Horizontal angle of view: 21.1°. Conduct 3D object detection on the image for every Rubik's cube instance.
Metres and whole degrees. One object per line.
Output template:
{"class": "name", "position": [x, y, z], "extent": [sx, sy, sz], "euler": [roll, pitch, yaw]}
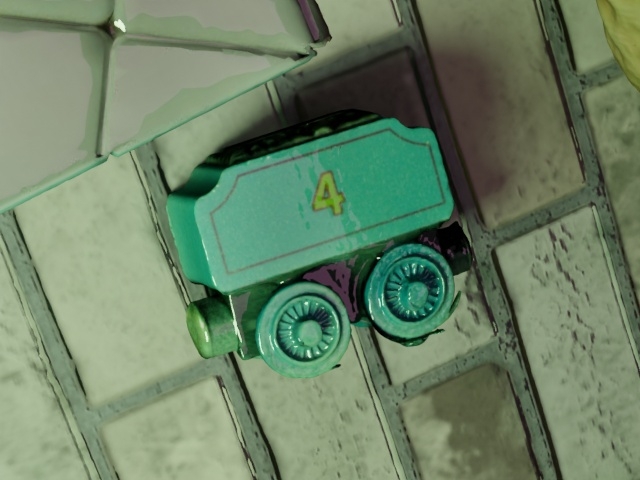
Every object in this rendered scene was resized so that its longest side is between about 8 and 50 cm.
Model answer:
{"class": "Rubik's cube", "position": [-0.163, -0.164, 0.941], "extent": [0.231, 0.224, 0.221], "euler": [-28, 108, -13]}

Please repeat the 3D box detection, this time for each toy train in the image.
{"class": "toy train", "position": [0.000, 0.000, 1.108], "extent": [0.198, 0.107, 0.154], "euler": [-18, 100, -17]}

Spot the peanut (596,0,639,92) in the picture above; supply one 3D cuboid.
{"class": "peanut", "position": [0.298, -0.130, 1.131], "extent": [0.387, 0.192, 0.169], "euler": [38, 55, -40]}
